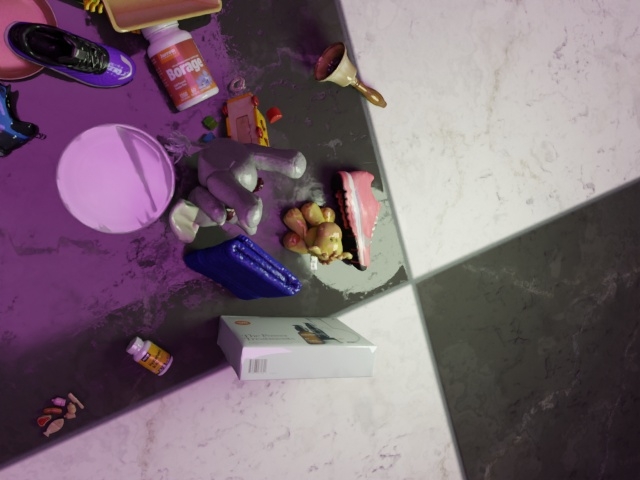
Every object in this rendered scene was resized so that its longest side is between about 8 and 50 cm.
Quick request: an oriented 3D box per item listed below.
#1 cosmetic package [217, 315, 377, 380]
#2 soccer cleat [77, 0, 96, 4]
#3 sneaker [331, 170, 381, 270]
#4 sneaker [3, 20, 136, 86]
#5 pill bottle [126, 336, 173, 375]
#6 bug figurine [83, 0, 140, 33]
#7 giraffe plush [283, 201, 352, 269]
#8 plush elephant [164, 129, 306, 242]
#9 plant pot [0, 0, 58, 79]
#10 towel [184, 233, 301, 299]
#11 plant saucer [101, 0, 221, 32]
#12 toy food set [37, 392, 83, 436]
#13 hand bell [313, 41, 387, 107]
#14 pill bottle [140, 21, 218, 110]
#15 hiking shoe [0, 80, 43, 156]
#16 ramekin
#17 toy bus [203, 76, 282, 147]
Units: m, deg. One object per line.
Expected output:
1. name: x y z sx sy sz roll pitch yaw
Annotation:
1. cosmetic package: -0.074 0.293 1.542 0.377 0.284 0.097 4 95 -23
2. soccer cleat: -0.619 -0.611 1.296 0.179 0.072 0.060 15 92 -23
3. sneaker: 0.131 -0.062 1.662 0.136 0.116 0.314 -15 103 -21
4. sneaker: -0.566 -0.428 1.285 0.293 0.146 0.102 7 98 -38
5. pill bottle: -0.469 0.314 1.504 0.116 0.065 0.065 40 82 -22
6. bug figurine: -0.480 -0.649 1.314 0.216 0.072 0.279 -21 110 -52
7. giraffe plush: 0.000 0.000 1.587 0.181 0.170 0.210 -19 105 -19
8. plush elephant: -0.242 -0.111 1.387 0.330 0.255 0.272 23 50 6
9. plant pot: -0.742 -0.497 1.287 0.236 0.032 0.236 -4 100 -22
10. towel: -0.206 0.075 1.448 0.227 0.308 0.076 35 66 -25
11. plant saucer: -0.418 -0.669 1.270 0.332 0.081 0.333 -36 117 -42
12. toy food set: -0.696 0.456 1.461 0.122 0.019 0.078 -35 109 -6
13. hand bell: 0.109 -0.460 1.615 0.242 0.126 0.126 27 88 -36
14. pill bottle: -0.361 -0.452 1.399 0.121 0.121 0.216 -32 108 -15
15. hiking shoe: -0.781 -0.346 1.255 0.132 0.113 0.304 -31 119 -12
16. ramekin: -0.510 -0.156 1.381 0.273 0.127 0.273 -3 99 -21
17. toy bus: -0.197 -0.308 1.495 0.202 0.191 0.104 -56 156 -5
